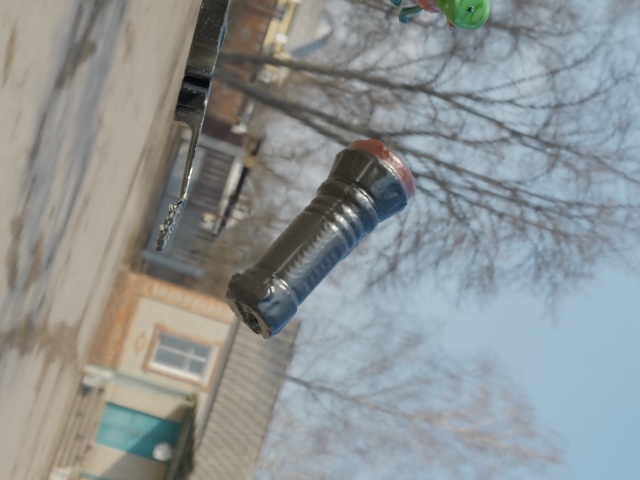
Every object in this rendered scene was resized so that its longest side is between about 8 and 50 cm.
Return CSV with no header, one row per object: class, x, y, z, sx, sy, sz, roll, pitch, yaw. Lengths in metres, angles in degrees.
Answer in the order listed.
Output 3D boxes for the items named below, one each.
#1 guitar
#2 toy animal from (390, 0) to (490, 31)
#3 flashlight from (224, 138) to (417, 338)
guitar,-0.099,-0.096,0.786,0.088,0.025,0.233,119,-18,-60
toy animal,0.183,-0.345,1.500,0.100,0.103,0.208,-63,-155,0
flashlight,0.000,0.000,1.047,0.232,0.093,0.093,-49,178,-22
